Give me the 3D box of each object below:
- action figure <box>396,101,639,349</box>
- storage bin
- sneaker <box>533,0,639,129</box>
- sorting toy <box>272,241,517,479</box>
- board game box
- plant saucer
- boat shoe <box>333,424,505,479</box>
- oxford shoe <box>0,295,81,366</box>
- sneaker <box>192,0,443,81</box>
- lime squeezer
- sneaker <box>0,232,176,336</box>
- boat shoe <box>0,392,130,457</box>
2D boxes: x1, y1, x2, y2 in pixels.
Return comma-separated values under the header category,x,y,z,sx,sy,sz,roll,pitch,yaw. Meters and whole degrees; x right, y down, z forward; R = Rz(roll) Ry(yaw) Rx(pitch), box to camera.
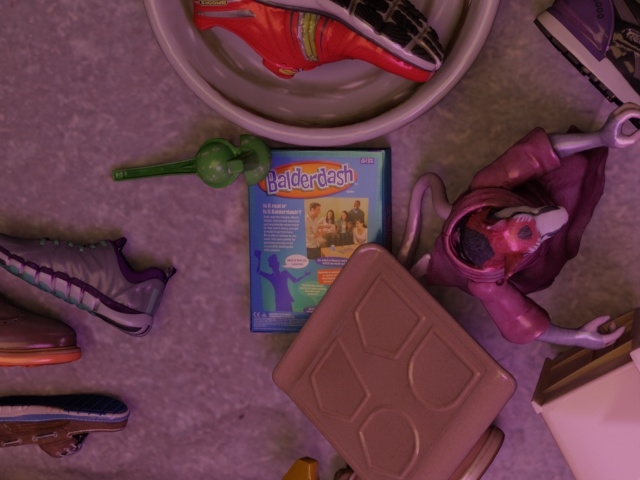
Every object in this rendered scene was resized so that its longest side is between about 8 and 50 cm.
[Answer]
category,x,y,z,sx,sy,sz,roll,pitch,yaw
action figure,0.183,-0.031,1.614,0.275,0.370,0.248,10,97,15
storage bin,0.340,0.227,1.670,0.123,0.260,0.262,-29,91,14
sneaker,0.364,-0.174,1.694,0.283,0.107,0.124,45,98,3
sorting toy,0.053,0.185,1.742,0.229,0.041,0.307,44,116,23
board game box,0.000,0.000,1.824,0.160,0.047,0.210,2,98,13
plant saucer,0.005,-0.304,1.755,0.400,0.100,0.401,2,98,12
boat shoe,0.057,0.300,1.816,0.341,0.121,0.110,-42,88,16
oxford shoe,-0.446,0.061,1.895,0.363,0.130,0.133,14,93,9
sneaker,-0.005,-0.217,1.683,0.279,0.107,0.118,23,120,12
lime squeezer,-0.120,-0.077,1.780,0.110,0.310,0.059,-29,105,-26
sneaker,-0.281,0.025,1.889,0.223,0.083,0.098,27,82,3
boat shoe,-0.307,0.220,1.920,0.183,0.066,0.066,0,103,23
